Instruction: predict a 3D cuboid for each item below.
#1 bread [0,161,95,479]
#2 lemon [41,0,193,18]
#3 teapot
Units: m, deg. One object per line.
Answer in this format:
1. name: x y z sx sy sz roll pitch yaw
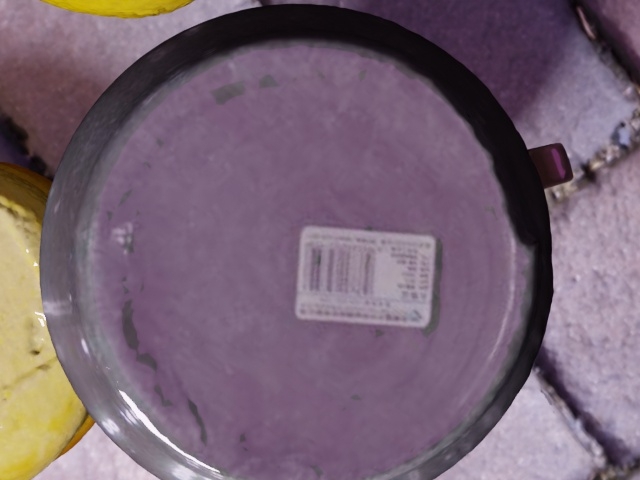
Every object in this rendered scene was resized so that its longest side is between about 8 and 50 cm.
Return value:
1. bread: -0.277 0.066 0.646 0.270 0.148 0.269 -1 94 -8
2. lemon: -0.150 -0.274 0.608 0.268 0.267 0.267 0 90 -6
3. teapot: 0.000 0.000 0.575 0.300 0.344 0.253 -17 93 -6
